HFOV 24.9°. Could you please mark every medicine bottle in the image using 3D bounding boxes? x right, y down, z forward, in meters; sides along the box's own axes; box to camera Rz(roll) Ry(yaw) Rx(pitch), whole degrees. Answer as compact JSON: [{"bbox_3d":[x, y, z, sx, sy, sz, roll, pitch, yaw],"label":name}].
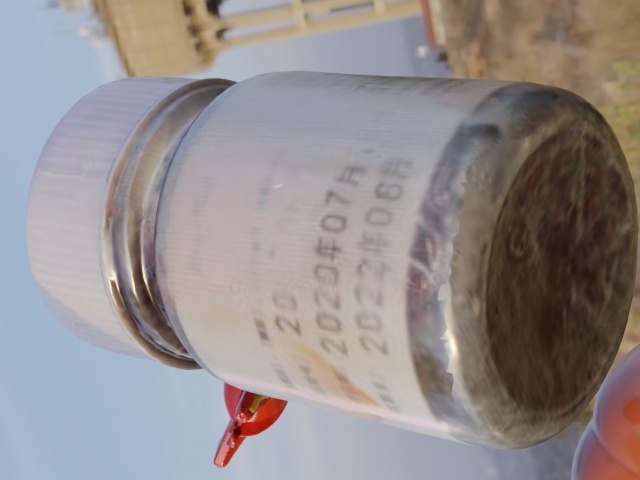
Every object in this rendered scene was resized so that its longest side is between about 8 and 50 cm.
[{"bbox_3d":[0.000,0.000,0.707,0.165,0.273,0.165,-10,-77,-50],"label":"medicine bottle"}]

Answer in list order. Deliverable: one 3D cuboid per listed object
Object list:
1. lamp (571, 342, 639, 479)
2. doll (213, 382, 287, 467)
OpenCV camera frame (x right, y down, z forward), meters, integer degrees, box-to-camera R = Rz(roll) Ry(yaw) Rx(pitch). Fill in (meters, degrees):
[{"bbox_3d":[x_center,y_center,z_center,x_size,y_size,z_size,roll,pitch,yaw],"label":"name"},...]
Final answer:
[{"bbox_3d":[0.233,0.135,0.813,0.164,0.188,0.187,-11,-89,-57],"label":"lamp"},{"bbox_3d":[-0.045,0.104,1.231,0.109,0.057,0.169,116,176,-56],"label":"doll"}]
